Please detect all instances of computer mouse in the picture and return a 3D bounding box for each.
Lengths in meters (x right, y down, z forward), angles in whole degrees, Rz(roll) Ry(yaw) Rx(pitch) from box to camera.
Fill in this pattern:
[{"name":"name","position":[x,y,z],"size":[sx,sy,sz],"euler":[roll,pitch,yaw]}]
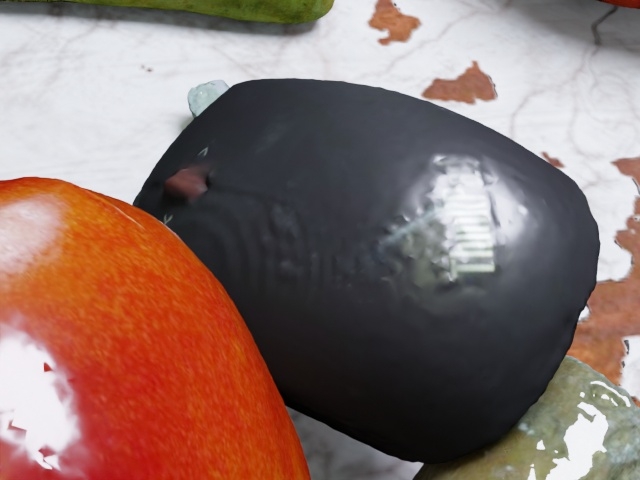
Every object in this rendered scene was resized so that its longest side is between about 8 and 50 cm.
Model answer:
[{"name":"computer mouse","position":[0.000,0.000,0.610],"size":[0.269,0.100,0.170],"euler":[15,69,41]}]

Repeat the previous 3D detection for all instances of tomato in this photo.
[{"name":"tomato","position":[-0.121,0.132,0.465],"size":[0.226,0.299,0.298],"euler":[39,56,19]}]

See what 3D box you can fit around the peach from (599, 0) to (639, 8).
[{"name":"peach","position":[0.251,-0.326,0.883],"size":[0.307,0.308,0.332],"euler":[9,37,-5]}]

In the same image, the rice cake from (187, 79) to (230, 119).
[{"name":"rice cake","position":[-0.037,-0.017,0.739],"size":[0.033,0.033,0.208],"euler":[-27,60,6]}]

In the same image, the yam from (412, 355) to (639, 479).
[{"name":"yam","position":[0.052,0.207,0.535],"size":[0.133,0.133,0.330],"euler":[32,57,12]}]

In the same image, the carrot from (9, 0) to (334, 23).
[{"name":"carrot","position":[-0.163,-0.193,0.826],"size":[0.358,0.074,0.074],"euler":[1,54,-9]}]
